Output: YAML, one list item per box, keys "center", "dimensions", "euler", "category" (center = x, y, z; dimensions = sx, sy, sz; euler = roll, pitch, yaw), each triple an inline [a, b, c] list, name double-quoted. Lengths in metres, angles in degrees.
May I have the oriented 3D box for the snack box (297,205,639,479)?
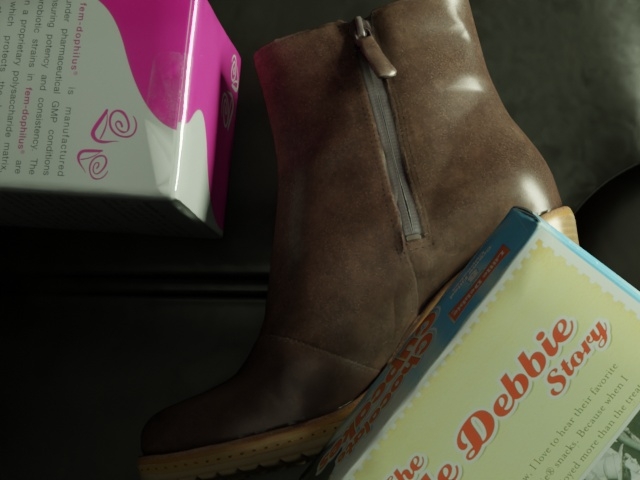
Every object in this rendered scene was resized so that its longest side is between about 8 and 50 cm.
- center: [0.064, 0.167, 0.518]
  dimensions: [0.187, 0.060, 0.322]
  euler: [37, 96, -7]
  category: "snack box"

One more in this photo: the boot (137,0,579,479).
- center: [0.000, 0.000, 0.596]
  dimensions: [0.249, 0.090, 0.206]
  euler: [-20, 78, -5]
  category: "boot"

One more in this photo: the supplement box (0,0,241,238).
- center: [-0.163, -0.069, 0.616]
  dimensions: [0.220, 0.114, 0.111]
  euler: [4, 80, 10]
  category: "supplement box"
